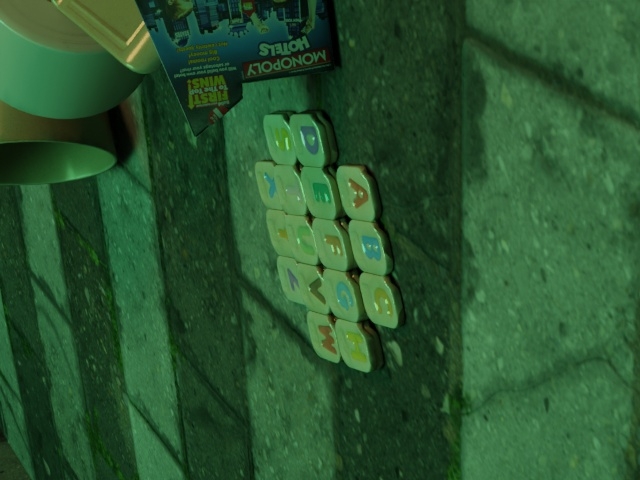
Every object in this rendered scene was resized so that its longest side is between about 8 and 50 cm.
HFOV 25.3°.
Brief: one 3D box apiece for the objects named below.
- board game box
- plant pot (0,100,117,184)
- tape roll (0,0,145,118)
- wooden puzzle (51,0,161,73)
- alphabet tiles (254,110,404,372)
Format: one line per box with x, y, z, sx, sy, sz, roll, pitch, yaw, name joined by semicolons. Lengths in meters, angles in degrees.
-0.089;-0.206;1.397;0.060;0.194;0.194;-98;1;-67;board game box
-0.426;-0.240;2.046;0.256;0.256;0.274;152;116;-66;plant pot
-0.305;-0.289;1.705;0.246;0.246;0.169;66;156;14;tape roll
-0.172;-0.300;1.517;0.044;0.221;0.239;35;-176;-43;wooden puzzle
0.000;0.000;1.531;0.278;0.021;0.284;11;116;63;alphabet tiles
